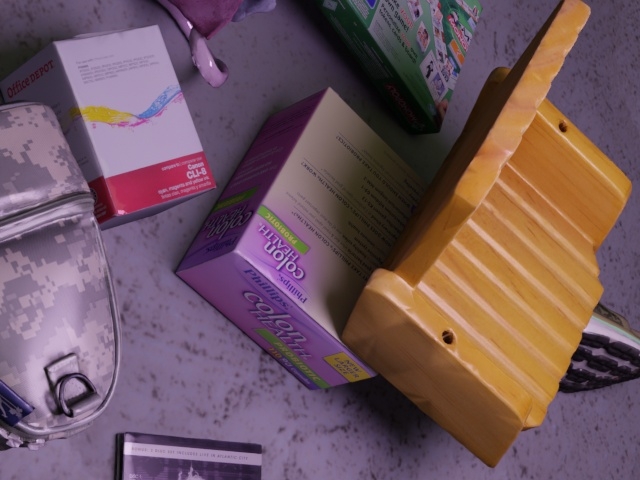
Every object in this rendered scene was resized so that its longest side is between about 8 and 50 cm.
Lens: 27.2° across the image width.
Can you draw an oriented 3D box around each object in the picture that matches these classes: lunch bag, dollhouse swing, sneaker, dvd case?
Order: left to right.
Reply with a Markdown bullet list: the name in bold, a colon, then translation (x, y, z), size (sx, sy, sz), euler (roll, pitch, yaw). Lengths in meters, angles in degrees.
- **lunch bag**: translation (-0.301, 0.054, 1.067), size (0.212, 0.305, 0.256), euler (-24, 92, -40)
- **dvd case**: translation (-0.131, 0.308, 1.315), size (0.164, 0.018, 0.221), euler (11, 71, -35)
- **sneaker**: translation (0.276, 0.051, 1.640), size (0.410, 0.158, 0.182), euler (32, 51, -30)
- **dollhouse swing**: translation (0.232, -0.014, 1.348), size (0.315, 0.305, 0.347), euler (41, 54, -12)

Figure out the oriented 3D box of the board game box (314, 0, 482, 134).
- **board game box**: translation (0.085, -0.308, 1.586), size (0.317, 0.046, 0.213), euler (50, 49, -40)

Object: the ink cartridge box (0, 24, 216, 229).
- **ink cartridge box**: translation (-0.211, -0.106, 1.299), size (0.127, 0.128, 0.176), euler (-20, 90, -41)

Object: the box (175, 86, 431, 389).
- **box**: translation (0.000, 0.000, 1.445), size (0.213, 0.117, 0.243), euler (42, 54, -22)

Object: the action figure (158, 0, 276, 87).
- **action figure**: translation (-0.210, -0.373, 1.386), size (0.370, 0.248, 0.276), euler (23, 104, -20)
